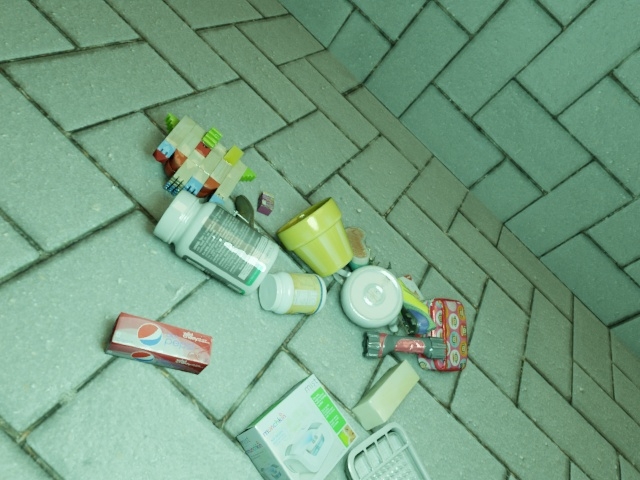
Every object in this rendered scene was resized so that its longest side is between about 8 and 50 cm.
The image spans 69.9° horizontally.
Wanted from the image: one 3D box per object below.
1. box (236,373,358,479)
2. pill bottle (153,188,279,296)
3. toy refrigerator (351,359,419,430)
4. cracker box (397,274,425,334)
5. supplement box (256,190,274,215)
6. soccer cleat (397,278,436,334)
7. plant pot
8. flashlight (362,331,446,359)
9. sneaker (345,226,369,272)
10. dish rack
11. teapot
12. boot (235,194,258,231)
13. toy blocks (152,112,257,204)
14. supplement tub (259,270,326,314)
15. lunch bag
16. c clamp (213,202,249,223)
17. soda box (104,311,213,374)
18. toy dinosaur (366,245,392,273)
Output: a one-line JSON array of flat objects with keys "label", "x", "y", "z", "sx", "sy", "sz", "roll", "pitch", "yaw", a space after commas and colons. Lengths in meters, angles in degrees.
[{"label": "box", "x": -0.062, "y": 0.558, "z": 1.302, "sx": 0.261, "sy": 0.126, "sz": 0.231, "roll": -27, "pitch": 78, "yaw": -48}, {"label": "pill bottle", "x": -0.333, "y": 0.006, "z": 1.476, "sx": 0.360, "sy": 0.204, "sz": 0.204, "roll": 34, "pitch": 41, "yaw": -13}, {"label": "toy refrigerator", "x": 0.233, "y": 0.534, "z": 1.589, "sx": 0.094, "sy": 0.102, "sz": 0.269, "roll": 53, "pitch": 40, "yaw": 9}, {"label": "cracker box", "x": 0.378, "y": 0.270, "z": 1.963, "sx": 0.155, "sy": 0.067, "sz": 0.232, "roll": -11, "pitch": 64, "yaw": -44}, {"label": "supplement box", "x": -0.219, "y": -0.147, "z": 1.828, "sx": 0.054, "sy": 0.043, "sz": 0.083, "roll": 24, "pitch": 43, "yaw": -24}, {"label": "soccer cleat", "x": 0.360, "y": 0.258, "z": 1.808, "sx": 0.121, "sy": 0.094, "sz": 0.289, "roll": -1, "pitch": 35, "yaw": -15}, {"label": "plant pot", "x": 0.000, "y": 0.000, "z": 1.752, "sx": 0.239, "sy": 0.253, "sz": 0.254, "roll": 57, "pitch": 39, "yaw": -9}, {"label": "flashlight", "x": 0.310, "y": 0.395, "z": 1.691, "sx": 0.303, "sy": 0.103, "sz": 0.103, "roll": 7, "pitch": 75, "yaw": -5}, {"label": "sneaker", "x": 0.145, "y": 0.048, "z": 1.940, "sx": 0.107, "sy": 0.121, "sz": 0.302, "roll": 4, "pitch": 29, "yaw": -2}, {"label": "dish rack", "x": 0.222, "y": 0.766, "z": 1.407, "sx": 0.285, "sy": 0.072, "sz": 0.333, "roll": -11, "pitch": 64, "yaw": -46}, {"label": "teapot", "x": 0.181, "y": 0.221, "z": 1.757, "sx": 0.252, "sy": 0.187, "sz": 0.256, "roll": -1, "pitch": 73, "yaw": -10}, {"label": "boot", "x": -0.300, "y": -0.078, "z": 1.672, "sx": 0.106, "sy": 0.082, "sz": 0.219, "roll": 3, "pitch": 57, "yaw": -42}, {"label": "toy blocks", "x": -0.448, "y": -0.253, "z": 1.642, "sx": 0.381, "sy": 0.190, "sz": 0.261, "roll": 40, "pitch": 52, "yaw": -20}, {"label": "supplement tub", "x": -0.095, "y": 0.182, "z": 1.575, "sx": 0.199, "sy": 0.144, "sz": 0.145, "roll": 8, "pitch": 52, "yaw": -36}, {"label": "lunch bag", "x": 0.480, "y": 0.380, "z": 1.860, "sx": 0.258, "sy": 0.120, "sz": 0.294, "roll": 11, "pitch": 73, "yaw": -38}, {"label": "c clamp", "x": -0.351, "y": -0.056, "z": 1.584, "sx": 0.160, "sy": 0.022, "sz": 0.137, "roll": -45, "pitch": 102, "yaw": -6}, {"label": "soda box", "x": -0.433, "y": 0.284, "z": 1.248, "sx": 0.263, "sy": 0.083, "sz": 0.092, "roll": 21, "pitch": 45, "yaw": -25}, {"label": "toy dinosaur", "x": 0.246, "y": 0.140, "z": 1.946, "sx": 0.064, "sy": 0.118, "sz": 0.269, "roll": 68, "pitch": 15, "yaw": -53}]
